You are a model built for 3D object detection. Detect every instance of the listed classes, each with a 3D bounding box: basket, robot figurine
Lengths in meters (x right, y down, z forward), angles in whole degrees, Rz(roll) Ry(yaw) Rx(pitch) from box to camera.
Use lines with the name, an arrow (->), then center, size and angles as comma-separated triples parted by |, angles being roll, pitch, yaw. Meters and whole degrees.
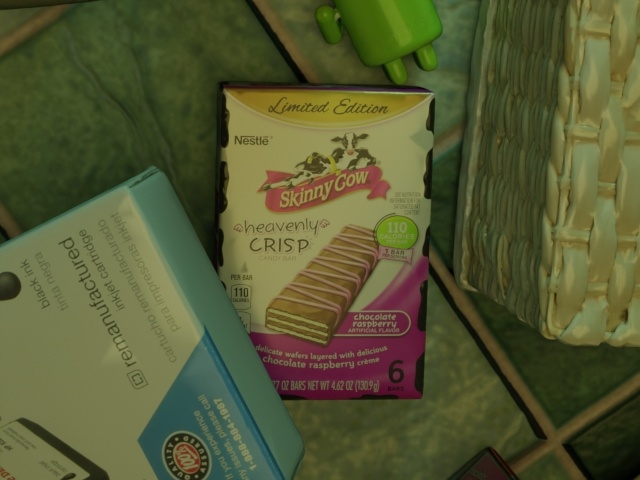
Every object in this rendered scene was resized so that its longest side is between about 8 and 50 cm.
basket -> 0.288, -0.093, 1.185 | 0.328, 0.266, 0.331 | 5, 97, -8
robot figurine -> 0.047, -0.173, 1.237 | 0.101, 0.067, 0.115 | -25, 101, 2

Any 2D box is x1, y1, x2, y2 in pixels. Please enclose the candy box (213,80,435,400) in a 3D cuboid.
candy box -> 0.000, 0.000, 1.258 | 0.159, 0.071, 0.233 | 0, 99, -7

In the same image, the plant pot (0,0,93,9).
plant pot -> -0.254, -0.255, 1.112 | 0.274, 0.256, 0.256 | 11, 98, -26

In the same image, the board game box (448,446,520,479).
board game box -> 0.051, 0.307, 1.229 | 0.316, 0.242, 0.064 | -40, 103, 1

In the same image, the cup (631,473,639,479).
cup -> 0.370, 0.334, 1.265 | 0.331, 0.331, 0.237 | -26, 128, -3

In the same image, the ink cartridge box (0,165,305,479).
ink cartridge box -> -0.198, 0.121, 1.106 | 0.307, 0.129, 0.223 | -27, 95, 8
